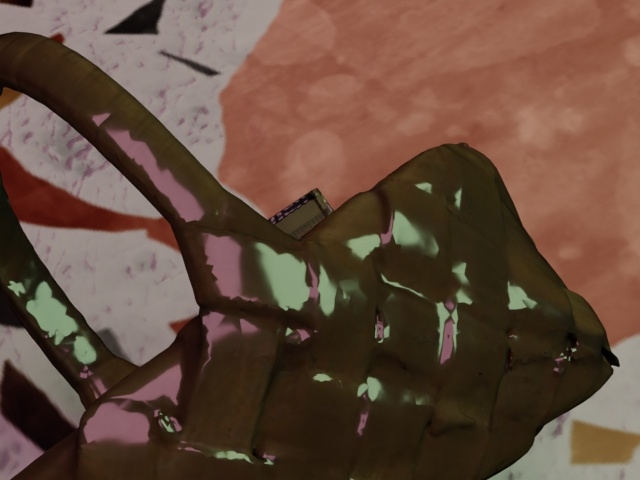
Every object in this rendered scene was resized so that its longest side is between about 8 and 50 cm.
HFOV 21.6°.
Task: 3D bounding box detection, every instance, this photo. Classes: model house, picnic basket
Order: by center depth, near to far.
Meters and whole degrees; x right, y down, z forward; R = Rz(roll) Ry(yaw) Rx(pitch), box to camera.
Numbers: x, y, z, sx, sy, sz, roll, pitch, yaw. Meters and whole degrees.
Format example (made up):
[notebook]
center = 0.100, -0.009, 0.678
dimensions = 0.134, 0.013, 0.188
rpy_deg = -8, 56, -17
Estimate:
[picnic basket]
center = -0.077, 0.041, 0.799
dimensions = 0.337, 0.293, 0.337
rpy_deg = 6, 70, -16
[model house]
center = 0.000, 0.000, 1.008
dimensions = 0.083, 0.057, 0.058
rpy_deg = -36, 30, 0
